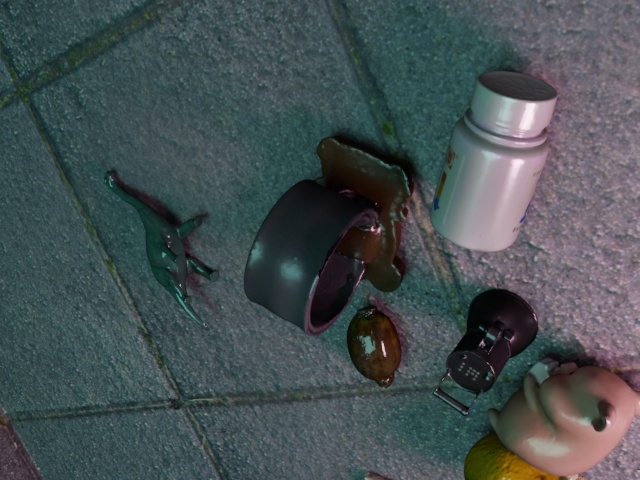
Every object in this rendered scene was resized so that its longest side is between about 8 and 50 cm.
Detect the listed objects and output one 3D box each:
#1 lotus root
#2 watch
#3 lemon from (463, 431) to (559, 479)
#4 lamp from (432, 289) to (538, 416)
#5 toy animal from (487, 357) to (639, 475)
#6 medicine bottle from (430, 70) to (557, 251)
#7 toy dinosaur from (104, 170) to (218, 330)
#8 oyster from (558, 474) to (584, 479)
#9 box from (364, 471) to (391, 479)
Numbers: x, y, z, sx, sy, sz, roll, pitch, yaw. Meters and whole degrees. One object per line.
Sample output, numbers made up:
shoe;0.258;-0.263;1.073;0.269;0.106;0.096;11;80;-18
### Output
lotus root;0.120;0.244;1.683;0.120;0.120;0.209;-3;112;34
watch;0.000;0.000;1.485;0.314;0.327;0.335;27;126;18
lemon;0.402;0.497;1.582;0.188;0.188;0.257;54;167;-4
lamp;0.322;0.206;1.455;0.147;0.227;0.172;33;128;14
toy animal;0.484;0.334;1.464;0.213;0.195;0.256;56;134;33
medicine bottle;0.303;-0.138;1.317;0.170;0.170;0.292;24;126;20
toy dinosaur;-0.426;0.026;1.939;0.331;0.129;0.383;20;126;36
oyster;0.520;0.558;1.622;0.163;0.081;0.191;1;112;37
box;0.218;0.677;1.909;0.220;0.032;0.122;12;121;26
